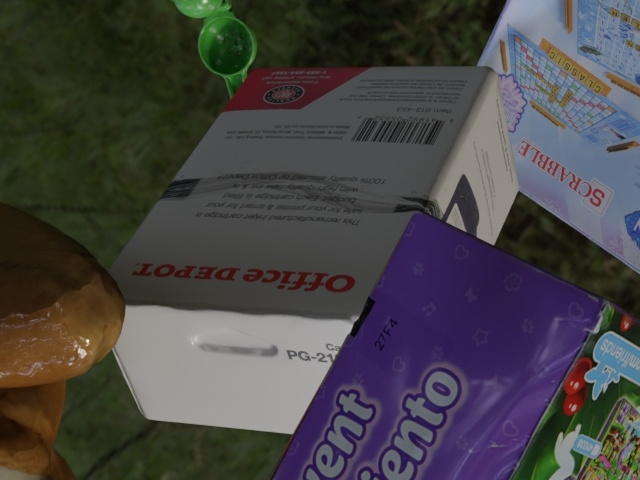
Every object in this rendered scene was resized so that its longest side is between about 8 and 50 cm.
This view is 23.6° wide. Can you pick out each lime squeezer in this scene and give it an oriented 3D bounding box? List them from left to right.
[{"bbox_3d":[-0.110,-0.191,1.400,0.059,0.110,0.310,0,134,31],"label":"lime squeezer"}]

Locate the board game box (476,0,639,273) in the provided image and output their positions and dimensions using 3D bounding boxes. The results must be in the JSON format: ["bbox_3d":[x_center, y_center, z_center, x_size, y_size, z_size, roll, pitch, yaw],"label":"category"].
[{"bbox_3d":[0.304,-0.153,1.417,0.319,0.066,0.318,39,117,31],"label":"board game box"}]

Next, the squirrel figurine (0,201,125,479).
[{"bbox_3d":[-0.232,0.175,0.850,0.397,0.281,0.370,29,147,53],"label":"squirrel figurine"}]

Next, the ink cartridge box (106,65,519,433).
[{"bbox_3d":[0.000,0.000,0.906,0.172,0.237,0.100,2,129,25],"label":"ink cartridge box"}]

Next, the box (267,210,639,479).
[{"bbox_3d":[0.067,0.129,0.438,0.057,0.201,0.293,28,179,36],"label":"box"}]
